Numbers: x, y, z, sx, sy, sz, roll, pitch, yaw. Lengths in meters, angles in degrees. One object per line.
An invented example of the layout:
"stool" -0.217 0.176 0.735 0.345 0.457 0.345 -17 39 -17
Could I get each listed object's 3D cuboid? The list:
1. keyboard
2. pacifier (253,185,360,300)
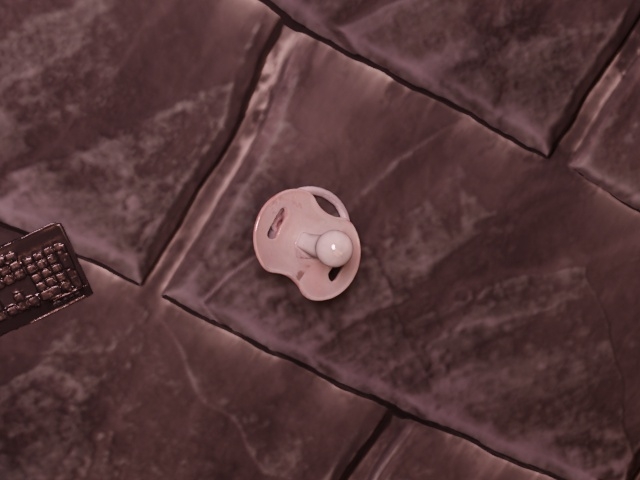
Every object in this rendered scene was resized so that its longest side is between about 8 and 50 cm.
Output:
"keyboard" -0.271 0.055 1.219 0.197 0.015 0.074 -24 119 -6
"pacifier" 0.000 0.000 1.250 0.099 0.078 0.081 34 78 -27
